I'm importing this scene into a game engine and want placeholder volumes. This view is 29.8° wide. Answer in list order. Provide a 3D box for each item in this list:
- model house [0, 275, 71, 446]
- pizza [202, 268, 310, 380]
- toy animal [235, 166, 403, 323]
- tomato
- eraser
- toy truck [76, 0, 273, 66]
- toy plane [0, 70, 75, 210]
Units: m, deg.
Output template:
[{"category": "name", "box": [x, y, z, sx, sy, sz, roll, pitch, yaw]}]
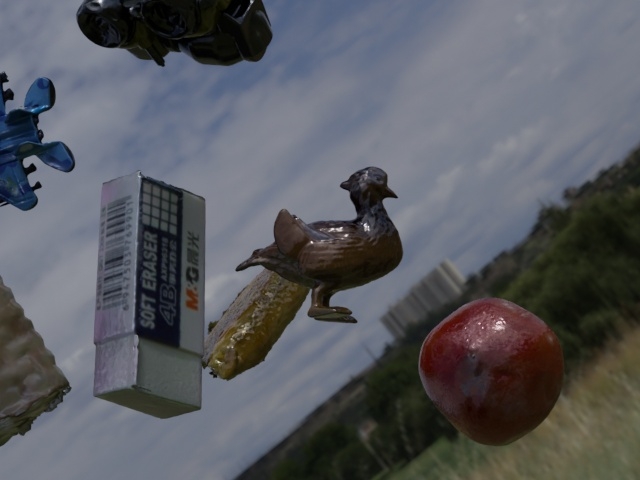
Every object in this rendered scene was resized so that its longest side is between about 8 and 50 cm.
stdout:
[{"category": "model house", "box": [-0.639, 0.165, 1.587, 0.445, 0.400, 0.395, -29, -3, -31]}, {"category": "pizza", "box": [-0.094, 0.112, 1.659, 0.280, 0.075, 0.288, -53, 8, -28]}, {"category": "toy animal", "box": [0.000, 0.000, 1.353, 0.188, 0.179, 0.089, 5, -9, 8]}, {"category": "tomato", "box": [0.171, 0.134, 1.241, 0.155, 0.155, 0.069, -43, -20, 19]}, {"category": "eraser", "box": [-0.212, 0.068, 1.503, 0.086, 0.287, 0.130, -19, -30, 34]}, {"category": "toy truck", "box": [-0.179, -0.282, 1.504, 0.224, 0.165, 0.147, -2, 49, 34]}, {"category": "toy plane", "box": [-0.410, -0.098, 1.400, 0.246, 0.169, 0.078, -19, -3, 19]}]
